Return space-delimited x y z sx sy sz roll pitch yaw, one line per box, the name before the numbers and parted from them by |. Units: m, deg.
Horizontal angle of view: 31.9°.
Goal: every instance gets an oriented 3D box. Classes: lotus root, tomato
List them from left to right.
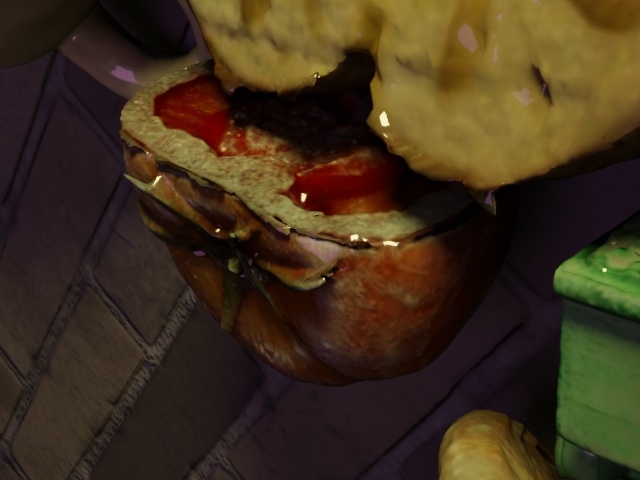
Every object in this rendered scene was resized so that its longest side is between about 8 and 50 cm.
tomato | 0.000 0.000 0.625 0.214 0.180 0.155 30 138 36
lotus root | 0.050 -0.211 0.474 0.390 0.111 0.375 39 133 32

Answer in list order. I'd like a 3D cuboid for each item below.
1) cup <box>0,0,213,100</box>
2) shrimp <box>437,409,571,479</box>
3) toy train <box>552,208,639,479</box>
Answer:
cup | -0.168 -0.181 0.681 0.202 0.173 0.255 -26 94 52
shrimp | 0.173 0.290 0.634 0.110 0.221 0.446 -25 110 10
toy train | 0.223 0.099 0.477 0.266 0.145 0.202 20 124 37
